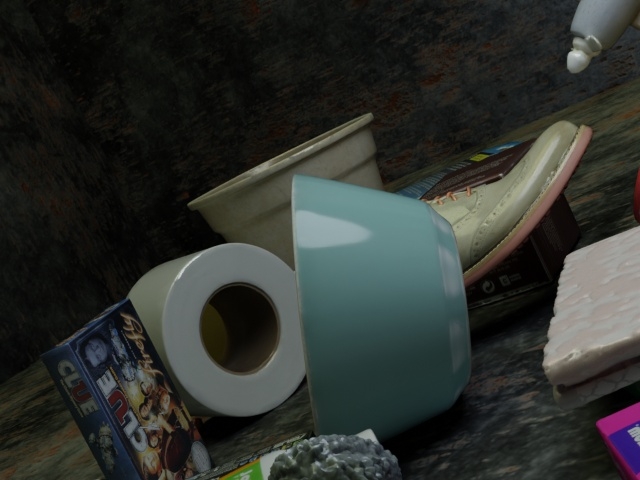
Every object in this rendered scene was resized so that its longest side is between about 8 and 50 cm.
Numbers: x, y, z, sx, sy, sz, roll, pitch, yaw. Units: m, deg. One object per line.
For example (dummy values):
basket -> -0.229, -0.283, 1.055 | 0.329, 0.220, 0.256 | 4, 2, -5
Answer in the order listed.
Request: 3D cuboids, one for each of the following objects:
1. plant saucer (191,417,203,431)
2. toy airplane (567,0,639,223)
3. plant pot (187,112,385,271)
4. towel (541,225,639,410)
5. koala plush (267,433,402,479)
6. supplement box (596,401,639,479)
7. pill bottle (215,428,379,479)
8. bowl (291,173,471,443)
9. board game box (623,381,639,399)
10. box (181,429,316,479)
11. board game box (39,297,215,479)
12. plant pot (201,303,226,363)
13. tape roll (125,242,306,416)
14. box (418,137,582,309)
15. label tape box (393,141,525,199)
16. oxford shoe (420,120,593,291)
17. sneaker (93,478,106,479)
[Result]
plant saucer -> -0.211, 0.291, 1.386 | 0.084, 0.013, 0.083 | -27, 7, 3
toy airplane -> 0.469, -0.206, 1.029 | 0.386, 0.384, 0.272 | -17, 2, 45
plant pot -> 0.000, 0.000, 1.535 | 0.334, 0.305, 0.334 | -26, 8, 4
towel -> 0.354, 0.018, 0.799 | 0.317, 0.053, 0.332 | -25, 7, 24
koala plush -> 0.011, 0.234, 0.518 | 0.196, 0.203, 0.221 | -38, -14, 2
supplement box -> 0.281, 0.116, 0.498 | 0.220, 0.113, 0.111 | -28, 8, 5
pill bottle -> -0.049, 0.239, 0.685 | 0.246, 0.136, 0.136 | -27, 7, -2
bowl -> 0.067, 0.073, 0.995 | 0.163, 0.311, 0.311 | -7, 9, 3
board game box -> 0.361, 0.079, 0.734 | 0.214, 0.046, 0.317 | -27, 7, 0
box -> -0.097, 0.278, 0.957 | 0.191, 0.045, 0.184 | -24, 10, 12
board game box -> -0.219, 0.206, 1.101 | 0.042, 0.243, 0.165 | -23, 9, 17
plant pot -> -0.174, 0.129, 1.620 | 0.212, 0.187, 0.212 | -24, 15, 27
tape roll -> -0.153, 0.135, 1.365 | 0.246, 0.246, 0.169 | -32, 9, -34
box -> 0.253, -0.024, 1.355 | 0.169, 0.167, 0.203 | -23, 8, 33
label tape box -> 0.284, -0.088, 1.943 | 0.348, 0.115, 0.249 | -24, 8, 1
oxford shoe -> 0.172, -0.016, 1.164 | 0.397, 0.146, 0.140 | -47, -9, 4
sneaker -> -0.347, 0.370, 1.032 | 0.163, 0.106, 0.281 | -28, -5, 33
